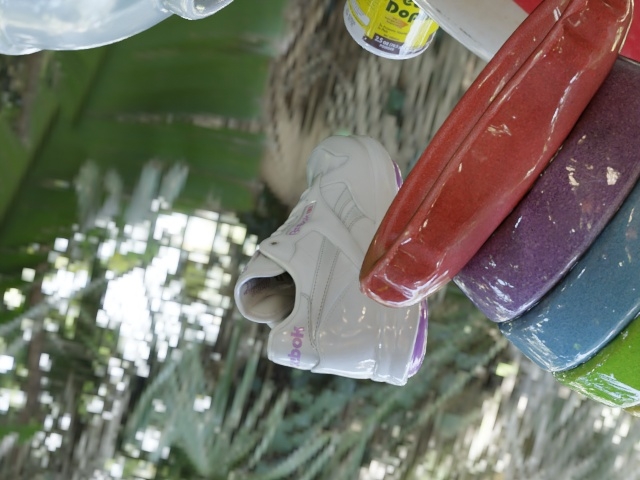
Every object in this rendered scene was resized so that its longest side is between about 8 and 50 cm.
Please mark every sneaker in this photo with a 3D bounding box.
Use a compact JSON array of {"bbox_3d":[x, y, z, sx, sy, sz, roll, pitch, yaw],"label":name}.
[{"bbox_3d":[0.000,0.000,1.217,0.152,0.114,0.305,1,-145,-8],"label":"sneaker"}]

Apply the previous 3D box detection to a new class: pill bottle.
[{"bbox_3d":[0.111,-0.325,1.691,0.117,0.215,0.117,10,-130,-13],"label":"pill bottle"}]

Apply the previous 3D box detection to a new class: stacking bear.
[{"bbox_3d":[0.185,0.025,0.671,0.289,0.175,0.164,35,-171,-4],"label":"stacking bear"}]

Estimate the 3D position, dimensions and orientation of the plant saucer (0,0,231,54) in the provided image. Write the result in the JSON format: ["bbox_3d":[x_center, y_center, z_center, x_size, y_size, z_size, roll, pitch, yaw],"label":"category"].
[{"bbox_3d":[-0.050,-0.248,0.879,0.100,0.400,0.400,40,-165,2],"label":"plant saucer"}]

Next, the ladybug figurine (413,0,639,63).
[{"bbox_3d":[0.207,-0.263,1.231,0.449,0.162,0.305,21,-135,-33],"label":"ladybug figurine"}]
